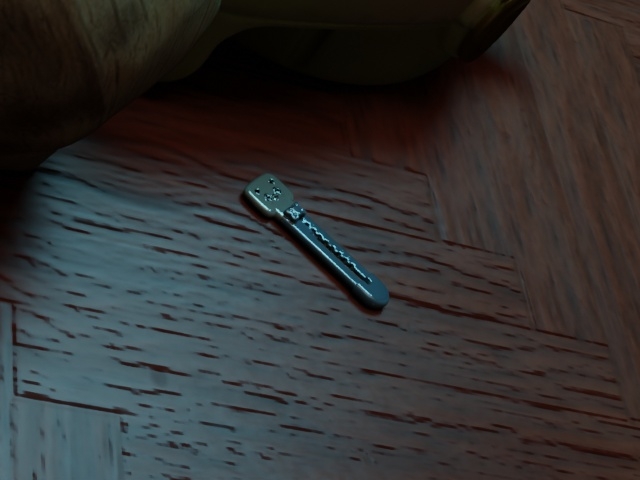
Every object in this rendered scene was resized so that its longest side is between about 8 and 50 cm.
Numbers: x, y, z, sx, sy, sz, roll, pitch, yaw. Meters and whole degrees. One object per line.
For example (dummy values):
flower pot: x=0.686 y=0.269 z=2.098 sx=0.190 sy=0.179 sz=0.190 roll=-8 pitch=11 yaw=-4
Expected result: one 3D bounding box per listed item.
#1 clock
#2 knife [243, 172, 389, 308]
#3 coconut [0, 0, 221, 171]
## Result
clock: x=-0.001 y=-0.213 z=0.977 sx=0.348 sy=0.117 sz=0.286 roll=2 pitch=51 yaw=-35
knife: x=0.000 y=0.000 z=0.858 sx=0.096 sy=0.010 sz=0.027 roll=43 pitch=41 yaw=7
coconut: x=-0.148 y=-0.124 z=0.730 sx=0.224 sy=0.224 sz=0.224 roll=19 pitch=43 yaw=-19
